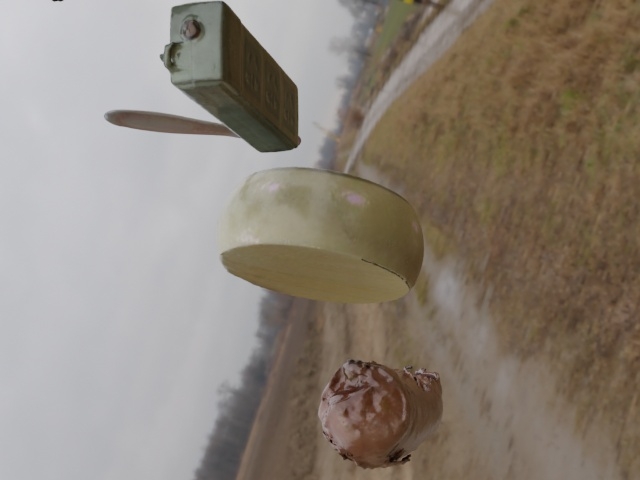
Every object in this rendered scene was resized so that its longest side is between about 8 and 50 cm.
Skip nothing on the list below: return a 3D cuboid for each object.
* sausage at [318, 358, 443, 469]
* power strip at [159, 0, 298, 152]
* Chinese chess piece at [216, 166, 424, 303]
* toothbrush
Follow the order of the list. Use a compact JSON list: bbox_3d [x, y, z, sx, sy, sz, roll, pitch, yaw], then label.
[{"bbox_3d":[0.056,0.133,0.722,0.304,0.078,0.078,31,-104,-74],"label":"sausage"},{"bbox_3d":[-0.073,-0.145,0.873,0.272,0.052,0.078,31,-123,-73],"label":"power strip"},{"bbox_3d":[0.000,0.000,1.115,0.251,0.250,0.097,111,170,-71],"label":"Chinese chess piece"},{"bbox_3d":[-0.145,-0.146,1.193,0.029,0.307,0.025,45,120,37],"label":"toothbrush"}]
